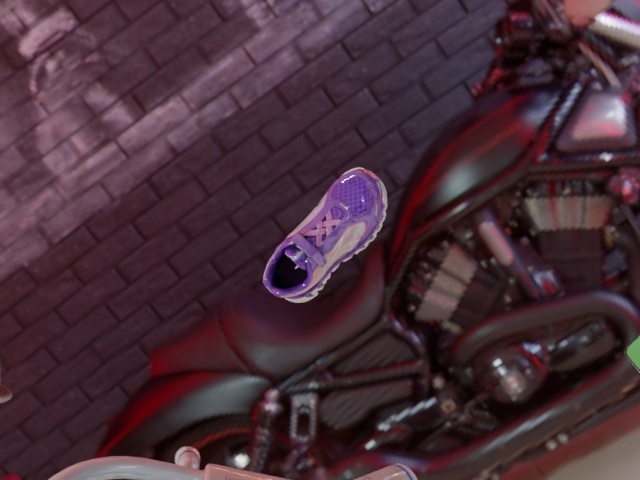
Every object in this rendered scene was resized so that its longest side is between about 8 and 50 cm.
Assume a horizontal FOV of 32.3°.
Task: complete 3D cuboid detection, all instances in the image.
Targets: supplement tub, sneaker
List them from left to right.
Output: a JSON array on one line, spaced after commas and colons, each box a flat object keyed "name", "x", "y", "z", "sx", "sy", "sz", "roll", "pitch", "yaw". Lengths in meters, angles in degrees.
[{"name": "sneaker", "x": 0.000, "y": 0.000, "z": 1.551, "sx": 0.236, "sy": 0.095, "sz": 0.104, "roll": -51, "pitch": -15, "yaw": 20}, {"name": "supplement tub", "x": 0.082, "y": 0.361, "z": 1.559, "sx": 0.107, "sy": 0.071, "sz": 0.071, "roll": -12, "pitch": -5, "yaw": -42}]

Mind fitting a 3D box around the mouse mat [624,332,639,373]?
[{"name": "mouse mat", "x": 0.494, "y": 0.130, "z": 1.402, "sx": 0.189, "sy": 0.007, "sz": 0.152, "roll": -48, "pitch": 51, "yaw": 16}]

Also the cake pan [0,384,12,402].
[{"name": "cake pan", "x": -0.405, "y": 0.087, "z": 0.935, "sx": 0.293, "sy": 0.293, "sz": 0.054, "roll": 2, "pitch": 81, "yaw": 66}]

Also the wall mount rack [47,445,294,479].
[{"name": "wall mount rack", "x": 0.006, "y": 0.199, "z": 0.654, "sx": 0.304, "sy": 0.350, "sz": 0.130, "roll": -84, "pitch": 8, "yaw": -62}]
